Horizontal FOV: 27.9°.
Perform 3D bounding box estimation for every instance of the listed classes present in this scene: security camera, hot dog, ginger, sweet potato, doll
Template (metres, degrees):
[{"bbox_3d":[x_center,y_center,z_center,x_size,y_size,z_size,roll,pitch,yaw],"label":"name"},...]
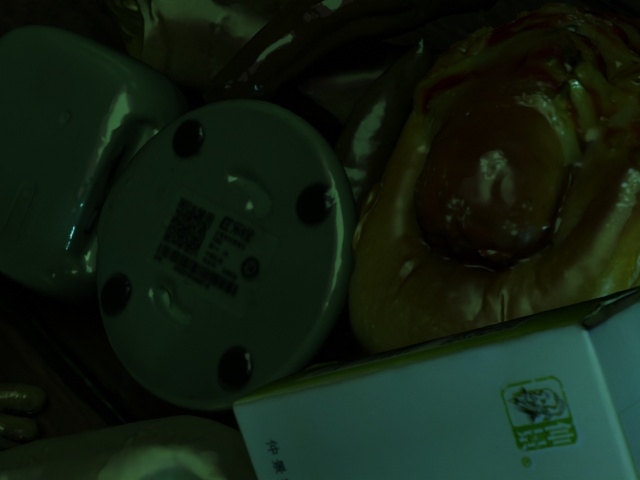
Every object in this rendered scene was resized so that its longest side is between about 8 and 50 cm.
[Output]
[{"bbox_3d":[-0.092,-0.016,0.698,0.302,0.080,0.157,27,93,36],"label":"security camera"},{"bbox_3d":[0.121,-0.030,0.619,0.150,0.153,0.257,23,33,24],"label":"hot dog"},{"bbox_3d":[0.000,-0.124,0.790,0.295,0.086,0.131,14,55,7],"label":"ginger"},{"bbox_3d":[0.002,-0.001,0.718,0.059,0.069,0.249,23,73,34],"label":"sweet potato"},{"bbox_3d":[-0.203,0.090,0.713,0.093,0.051,0.061,3,55,9],"label":"doll"},{"bbox_3d":[0.013,-0.125,0.724,0.182,0.054,0.053,-25,84,-5],"label":"sweet potato"}]

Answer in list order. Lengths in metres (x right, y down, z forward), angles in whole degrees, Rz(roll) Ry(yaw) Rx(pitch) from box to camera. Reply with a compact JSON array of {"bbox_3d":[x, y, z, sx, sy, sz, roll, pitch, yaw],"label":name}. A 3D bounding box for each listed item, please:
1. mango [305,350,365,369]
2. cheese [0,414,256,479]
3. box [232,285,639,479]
[{"bbox_3d":[0.058,0.085,0.654,0.190,0.075,0.098,-7,61,-11],"label":"mango"},{"bbox_3d":[-0.094,0.192,0.602,0.235,0.117,0.217,9,64,12],"label":"cheese"},{"bbox_3d":[0.083,0.162,0.505,0.175,0.062,0.260,-18,90,41],"label":"box"}]
